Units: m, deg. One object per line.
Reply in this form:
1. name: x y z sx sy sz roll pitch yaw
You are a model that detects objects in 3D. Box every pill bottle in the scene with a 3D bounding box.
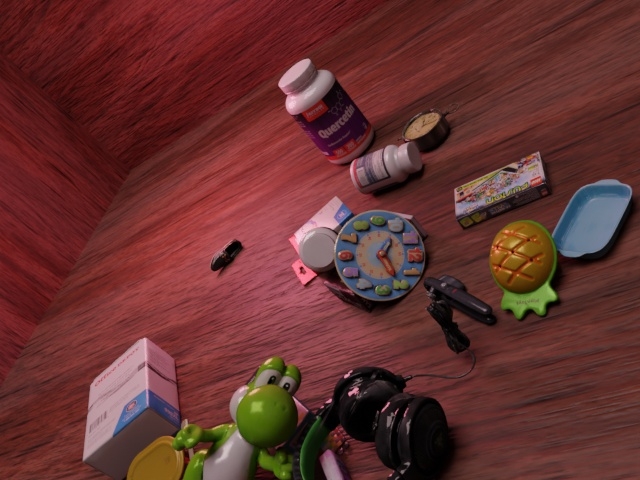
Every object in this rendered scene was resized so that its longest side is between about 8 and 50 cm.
1. pill bottle: 0.002 0.020 1.443 0.108 0.108 0.193 -41 0 3
2. pill bottle: 0.183 -0.201 1.624 0.180 0.108 0.108 -18 38 36
3. pill bottle: 0.015 -0.407 1.870 0.181 0.323 0.181 -31 32 22

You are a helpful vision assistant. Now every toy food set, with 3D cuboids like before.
1. toy food set: -0.352 0.531 1.382 0.218 0.071 0.128 -38 54 12

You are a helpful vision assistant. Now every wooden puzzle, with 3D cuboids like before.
1. wooden puzzle: 0.024 0.394 1.154 0.049 0.006 0.083 -45 30 -4

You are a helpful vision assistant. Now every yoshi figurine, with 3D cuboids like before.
1. yoshi figurine: -0.149 0.393 1.094 0.203 0.203 0.362 30 94 44

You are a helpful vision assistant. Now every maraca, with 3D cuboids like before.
1. maraca: 0.375 0.052 1.087 0.127 0.099 0.186 -19 64 39

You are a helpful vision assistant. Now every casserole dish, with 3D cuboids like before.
1. casserole dish: 0.505 -0.034 1.093 0.114 0.037 0.188 7 57 53

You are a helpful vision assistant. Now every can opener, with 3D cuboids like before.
1. can opener: 0.272 0.112 1.165 0.073 0.059 0.186 -46 29 -6

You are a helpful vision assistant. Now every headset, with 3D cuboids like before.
1. headset: 0.111 0.284 1.009 0.394 0.185 0.243 -40 28 -17

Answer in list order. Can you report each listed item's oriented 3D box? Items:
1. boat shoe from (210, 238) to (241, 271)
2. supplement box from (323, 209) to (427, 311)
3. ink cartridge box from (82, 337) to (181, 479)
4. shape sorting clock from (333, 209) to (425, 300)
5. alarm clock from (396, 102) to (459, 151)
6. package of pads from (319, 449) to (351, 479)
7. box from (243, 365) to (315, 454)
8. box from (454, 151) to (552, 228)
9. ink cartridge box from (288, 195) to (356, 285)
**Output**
1. boat shoe: -0.315 0.049 1.959 0.133 0.049 0.042 -48 22 -18
2. supplement box: 0.131 0.044 1.407 0.239 0.073 0.130 -50 30 -14
3. ink cartridge box: -0.509 0.447 1.601 0.223 0.129 0.307 -41 30 5
4. shape sorting clock: 0.133 0.032 1.315 0.206 0.206 0.040 -52 0 -15
5. alarm clock: 0.312 -0.320 1.664 0.192 0.064 0.129 -40 30 11
6. package of pads: 0.030 0.423 1.064 0.032 0.050 0.083 -41 29 4
7. box: -0.095 0.369 1.274 0.100 0.060 0.244 -50 30 -11
8. box: 0.401 -0.110 1.316 0.207 0.036 0.114 -25 35 29
9. ink cartridge box: 0.000 0.000 1.615 0.231 0.078 0.134 -42 30 2
